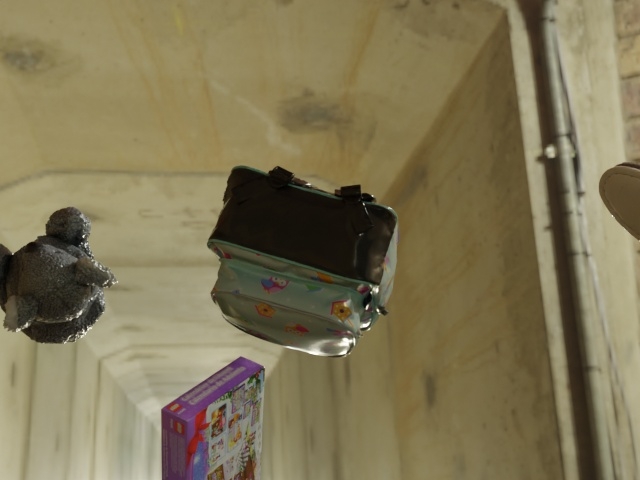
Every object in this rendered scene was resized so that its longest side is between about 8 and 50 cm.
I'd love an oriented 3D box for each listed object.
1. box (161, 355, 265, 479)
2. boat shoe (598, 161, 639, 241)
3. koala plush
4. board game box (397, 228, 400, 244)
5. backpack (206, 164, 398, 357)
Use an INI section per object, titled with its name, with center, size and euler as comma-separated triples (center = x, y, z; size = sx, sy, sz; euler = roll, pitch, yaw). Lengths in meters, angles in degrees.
[box]
center = -0.177, 0.363, 1.551
size = 0.057, 0.293, 0.201
euler = 18, 28, 28
[boat shoe]
center = 0.579, -0.028, 1.414
size = 0.324, 0.097, 0.117
euler = 32, -42, 17
[koala plush]
center = -0.400, 0.069, 1.408
size = 0.196, 0.203, 0.221
euler = -26, 10, -19
[board game box]
center = 0.000, 0.000, 1.390
size = 0.194, 0.060, 0.194
euler = 5, 20, 19
[backpack]
center = -0.012, 0.028, 0.868
size = 0.165, 0.144, 0.188
euler = 12, -11, 10
